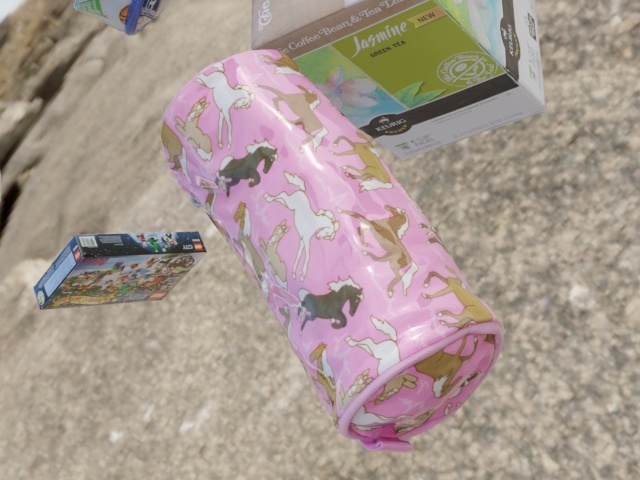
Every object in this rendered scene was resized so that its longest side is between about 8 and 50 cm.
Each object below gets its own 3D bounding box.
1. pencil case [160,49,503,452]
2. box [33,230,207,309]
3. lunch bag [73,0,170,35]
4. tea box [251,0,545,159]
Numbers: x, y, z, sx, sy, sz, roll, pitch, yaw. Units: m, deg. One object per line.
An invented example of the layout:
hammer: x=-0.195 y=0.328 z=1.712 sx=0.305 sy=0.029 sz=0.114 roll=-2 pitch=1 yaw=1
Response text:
pencil case: x=0.000 y=0.000 z=0.879 sx=0.160 sy=0.167 sz=0.386 roll=-22 pitch=56 yaw=-22
box: x=-0.320 y=0.047 z=1.566 sx=0.159 sy=0.233 sz=0.044 roll=-44 pitch=62 yaw=38
lunch bag: x=-0.245 y=-0.435 z=1.392 sx=0.243 sy=0.115 sz=0.303 roll=-62 pitch=11 yaw=23
tea box: x=0.097 y=-0.328 z=1.181 sx=0.220 sy=0.323 sz=0.329 roll=-17 pitch=62 yaw=34
